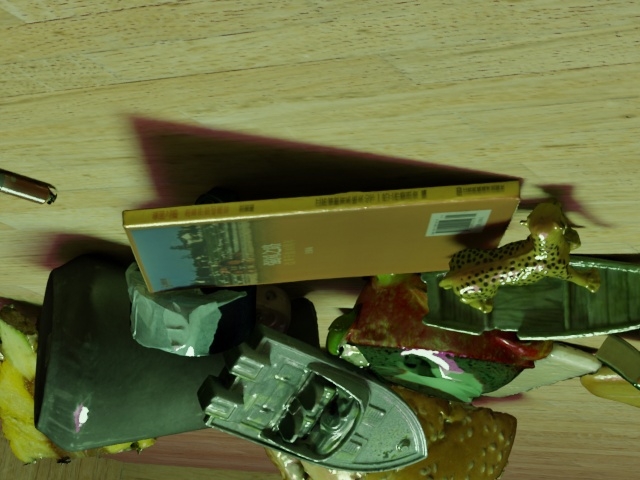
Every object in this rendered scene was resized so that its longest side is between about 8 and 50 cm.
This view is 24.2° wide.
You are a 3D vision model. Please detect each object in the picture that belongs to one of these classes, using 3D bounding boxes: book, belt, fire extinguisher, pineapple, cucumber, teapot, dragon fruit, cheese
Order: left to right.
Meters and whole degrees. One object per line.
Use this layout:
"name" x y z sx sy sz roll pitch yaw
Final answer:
"fire extinguisher" -0.322 -0.057 1.627 0.083 0.022 0.028 17 -159 -33
"pineapple" -0.384 0.185 2.386 0.344 0.286 0.209 -13 -160 38
"teapot" -0.184 0.140 1.924 0.344 0.253 0.300 5 145 -15
"belt" -0.147 0.063 1.697 0.151 0.078 0.198 3 -158 -2
"book" 0.000 0.000 1.502 0.374 0.028 0.262 -4 166 -2
"cucumber" 0.077 0.159 2.125 0.074 0.074 0.241 4 167 15
"dragon fruit" 0.148 0.116 1.831 0.268 0.130 0.295 12 166 8
"cheese" 0.298 0.198 2.227 0.085 0.034 0.400 16 164 -11
"book" 0.510 0.259 1.839 0.371 0.043 0.260 39 -177 -3

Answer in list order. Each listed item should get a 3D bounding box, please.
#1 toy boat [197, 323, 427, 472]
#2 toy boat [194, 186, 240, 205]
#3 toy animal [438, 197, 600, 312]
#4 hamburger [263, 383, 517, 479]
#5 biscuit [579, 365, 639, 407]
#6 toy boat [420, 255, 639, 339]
"toy boat" 0.006 0.213 1.847 0.320 0.141 0.092 24 -160 -27
"toy boat" -0.109 -0.023 1.564 0.055 0.060 0.141 44 162 2
"toy animal" 0.179 0.021 1.476 0.181 0.073 0.136 -15 162 27
"hamburger" 0.107 0.363 2.422 0.446 0.286 0.268 12 173 -30
"biscuit" 0.488 0.216 2.166 0.260 0.041 0.203 14 165 -27
"toy boat" 0.254 0.062 1.625 0.293 0.093 0.055 -2 180 26
